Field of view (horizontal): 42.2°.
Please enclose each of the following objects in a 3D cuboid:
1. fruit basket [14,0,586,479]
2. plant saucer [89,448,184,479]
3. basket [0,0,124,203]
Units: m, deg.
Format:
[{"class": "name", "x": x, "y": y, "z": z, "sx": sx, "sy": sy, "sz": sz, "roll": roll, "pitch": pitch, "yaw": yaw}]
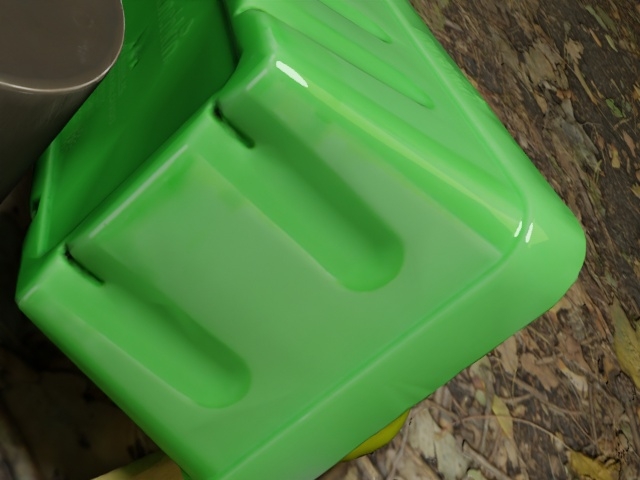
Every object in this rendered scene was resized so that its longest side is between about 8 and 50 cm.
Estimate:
[{"class": "fruit basket", "x": 0.000, "y": 0.000, "z": 0.550, "sx": 0.392, "sy": 0.283, "sz": 0.392, "roll": 44, "pitch": 18, "yaw": -18}, {"class": "plant saucer", "x": -0.105, "y": 0.293, "z": 0.385, "sx": 0.333, "sy": 0.081, "sz": 0.332, "roll": -7, "pitch": 70, "yaw": -61}, {"class": "basket", "x": -0.214, "y": -0.070, "z": 0.419, "sx": 0.154, "sy": 0.227, "sz": 0.204, "roll": 27, "pitch": 48, "yaw": -35}]
